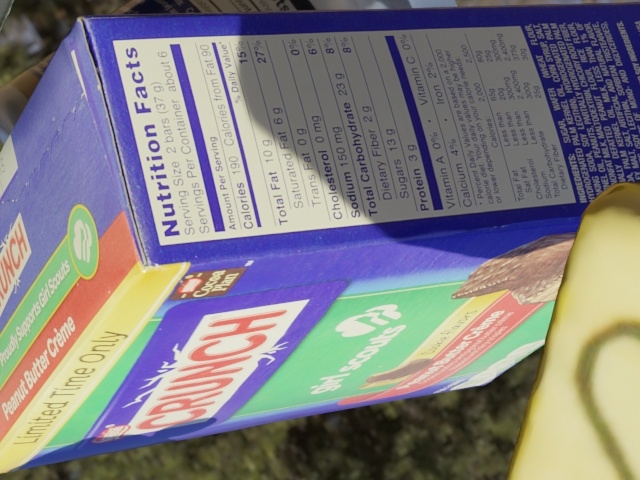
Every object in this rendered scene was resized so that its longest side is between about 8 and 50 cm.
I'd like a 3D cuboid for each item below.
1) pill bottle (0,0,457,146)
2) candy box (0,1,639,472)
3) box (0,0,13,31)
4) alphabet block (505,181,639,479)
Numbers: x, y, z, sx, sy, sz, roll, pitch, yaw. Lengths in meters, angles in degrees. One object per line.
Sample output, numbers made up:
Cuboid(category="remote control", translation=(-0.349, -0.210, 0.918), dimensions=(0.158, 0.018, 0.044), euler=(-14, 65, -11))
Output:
Cuboid(category="pill bottle", translation=(-0.054, -0.095, 1.011), dimensions=(0.264, 0.153, 0.153), euler=(-36, -156, -13))
Cuboid(category="candy box", translation=(0.000, 0.000, 0.813), dimensions=(0.317, 0.122, 0.268), euler=(-5, 159, -28))
Cuboid(category="box", translation=(-0.323, -0.194, 0.803), dimensions=(0.294, 0.296, 0.183), euler=(-6, -121, 52))
Cuboid(category="alphabet block", translation=(0.164, 0.101, 0.409), dimensions=(0.197, 0.192, 0.193), euler=(21, -169, 31))
